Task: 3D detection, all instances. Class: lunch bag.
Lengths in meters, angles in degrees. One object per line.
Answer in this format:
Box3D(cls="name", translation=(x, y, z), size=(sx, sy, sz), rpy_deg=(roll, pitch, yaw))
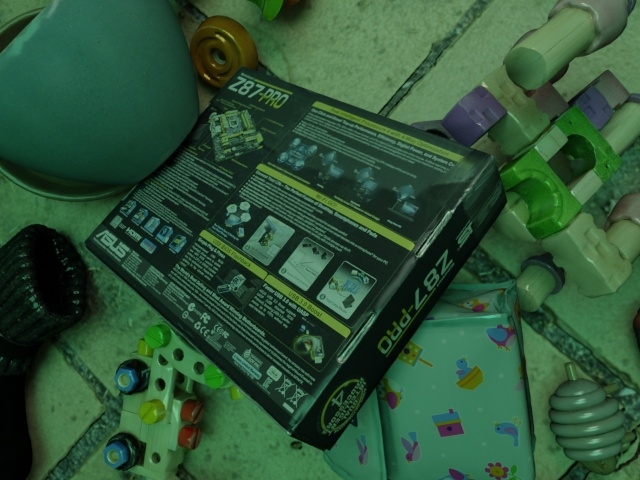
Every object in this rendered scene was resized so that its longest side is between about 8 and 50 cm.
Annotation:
Box3D(cls="lunch bag", translation=(0.104, 0.169, 0.683), size=(0.262, 0.160, 0.223), rpy_deg=(-5, 103, 21))

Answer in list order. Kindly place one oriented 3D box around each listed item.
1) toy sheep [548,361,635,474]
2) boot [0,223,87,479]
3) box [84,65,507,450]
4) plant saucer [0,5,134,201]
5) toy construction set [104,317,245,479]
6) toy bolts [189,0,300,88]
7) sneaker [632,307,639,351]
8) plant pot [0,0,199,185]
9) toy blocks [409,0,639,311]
Box3D(cls="toy sheep", translation=(0.310, 0.206, 0.680), size=(0.091, 0.091, 0.132), rpy_deg=(-19, 79, 11))
Box3D(cls="boot", translation=(-0.434, 0.175, 0.831), size=(0.260, 0.131, 0.348), rpy_deg=(-27, 80, 10))
Box3D(cls="box", translation=(-0.050, -0.017, 0.661), size=(0.395, 0.097, 0.318), rpy_deg=(29, 78, 37))
Box3D(cls="plant saucer", translation=(-0.347, -0.192, 0.833), size=(0.278, 0.041, 0.277), rpy_deg=(0, 89, -11))
Box3D(cls="toy construction set", translation=(-0.171, 0.233, 0.761), size=(0.215, 0.151, 0.327), rpy_deg=(9, 77, 19))
Box3D(cls="toy bolts", translation=(-0.133, -0.356, 0.820), size=(0.228, 0.158, 0.218), rpy_deg=(31, 134, 3))
Box3D(cls="sneaker", translation=(0.416, 0.203, 0.646), size=(0.135, 0.097, 0.276), rpy_deg=(-30, 82, 7))
Box3D(cls="plant pot", translation=(-0.264, -0.180, 0.709), size=(0.290, 0.290, 0.195), rpy_deg=(-41, 119, 8))
Box3D(cls="toy blocks", translation=(0.293, -0.109, 0.663), size=(0.260, 0.309, 0.288), rpy_deg=(-41, 90, -25))
